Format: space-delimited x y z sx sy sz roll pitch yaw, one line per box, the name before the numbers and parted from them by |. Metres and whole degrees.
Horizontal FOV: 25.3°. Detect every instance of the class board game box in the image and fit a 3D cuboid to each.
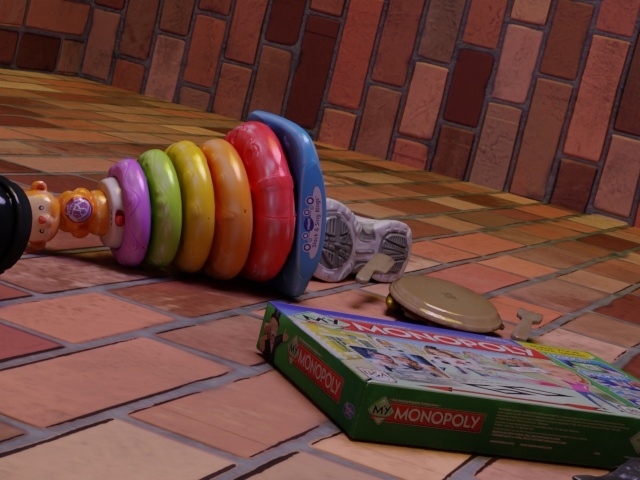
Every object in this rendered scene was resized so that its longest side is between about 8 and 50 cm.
board game box | 0.131 0.118 1.129 0.317 0.046 0.213 10 10 -23

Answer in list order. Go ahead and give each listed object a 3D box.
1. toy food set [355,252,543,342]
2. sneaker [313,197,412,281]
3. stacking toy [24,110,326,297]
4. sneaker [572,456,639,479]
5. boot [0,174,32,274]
toy food set | 0.129 0.074 1.485 0.192 0.039 0.132 21 17 11
sneaker | 0.000 0.000 1.630 0.115 0.090 0.232 11 -4 38
stacking toy | -0.158 -0.032 1.396 0.301 0.175 0.166 -3 16 -24
sneaker | 0.225 0.166 0.923 0.089 0.051 0.170 22 15 25
boot | -0.374 -0.024 1.080 0.246 0.094 0.207 10 2 24
